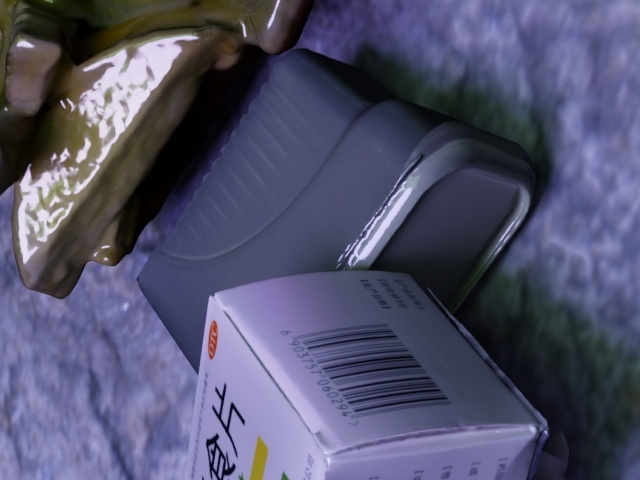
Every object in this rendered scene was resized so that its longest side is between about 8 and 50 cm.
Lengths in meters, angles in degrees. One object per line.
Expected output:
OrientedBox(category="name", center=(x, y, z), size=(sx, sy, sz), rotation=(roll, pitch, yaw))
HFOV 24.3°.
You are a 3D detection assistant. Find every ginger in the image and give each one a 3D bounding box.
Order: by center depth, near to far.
OrientedBox(category="ginger", center=(-0.182, -0.192, 1.063), size=(0.358, 0.211, 0.413), rotation=(-36, 57, 47))

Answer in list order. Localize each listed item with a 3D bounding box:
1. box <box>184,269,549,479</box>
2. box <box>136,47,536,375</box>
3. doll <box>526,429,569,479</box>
OrientedBox(category="box", center=(0.006, 0.202, 0.929), size=(0.173, 0.145, 0.332), rotation=(-128, 41, -51))
OrientedBox(category="box", center=(0.000, 0.000, 1.038), size=(0.178, 0.138, 0.274), rotation=(47, 110, 35))
OrientedBox(category="doll", center=(0.132, 0.222, 0.951), size=(0.149, 0.095, 0.192), rotation=(-48, 59, 38))
